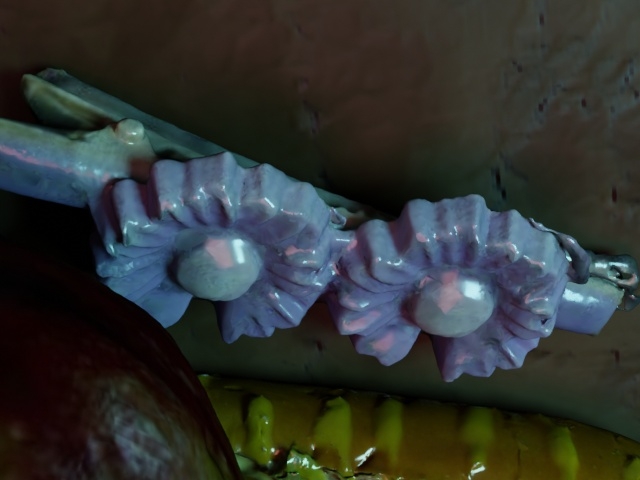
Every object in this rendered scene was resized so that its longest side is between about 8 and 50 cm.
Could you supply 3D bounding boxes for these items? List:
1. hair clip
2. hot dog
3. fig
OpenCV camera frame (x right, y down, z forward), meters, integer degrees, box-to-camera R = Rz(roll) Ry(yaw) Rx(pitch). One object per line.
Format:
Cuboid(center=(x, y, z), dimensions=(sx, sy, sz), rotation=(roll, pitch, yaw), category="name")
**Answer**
Cuboid(center=(0.000, 0.000, 0.491), dimensions=(0.292, 0.084, 0.106), rotation=(15, 136, -9), category="hair clip")
Cuboid(center=(0.031, 0.126, 0.534), dimensions=(0.269, 0.072, 0.115), rotation=(5, 90, 1), category="hot dog")
Cuboid(center=(-0.125, 0.115, 0.415), dimensions=(0.224, 0.224, 0.263), rotation=(-41, 81, 22), category="fig")
